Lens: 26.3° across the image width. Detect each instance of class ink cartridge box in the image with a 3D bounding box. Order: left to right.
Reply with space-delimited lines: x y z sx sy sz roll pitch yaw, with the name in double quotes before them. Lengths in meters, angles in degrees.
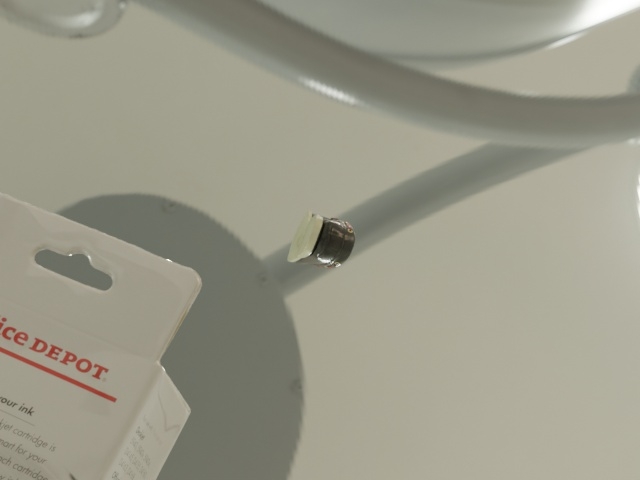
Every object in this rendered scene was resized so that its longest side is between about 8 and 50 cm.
"ink cartridge box" -0.121 0.083 0.520 0.104 0.060 0.180 21 -111 17

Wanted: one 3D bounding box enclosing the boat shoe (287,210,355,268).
"boat shoe" -0.001 0.002 1.189 0.042 0.133 0.049 20 -93 -10
